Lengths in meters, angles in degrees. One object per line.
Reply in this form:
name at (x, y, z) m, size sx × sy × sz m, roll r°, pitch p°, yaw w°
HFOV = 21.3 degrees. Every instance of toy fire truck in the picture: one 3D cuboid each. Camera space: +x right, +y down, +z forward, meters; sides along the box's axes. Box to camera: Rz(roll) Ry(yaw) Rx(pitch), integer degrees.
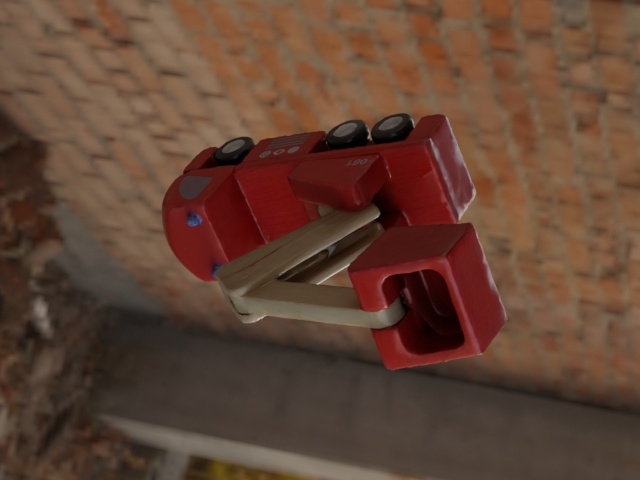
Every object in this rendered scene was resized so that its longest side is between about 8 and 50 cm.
toy fire truck at (0.000, 0.000, 0.725) m, size 0.135 × 0.192 × 0.047 m, roll -52°, pitch 127°, yaw -47°
